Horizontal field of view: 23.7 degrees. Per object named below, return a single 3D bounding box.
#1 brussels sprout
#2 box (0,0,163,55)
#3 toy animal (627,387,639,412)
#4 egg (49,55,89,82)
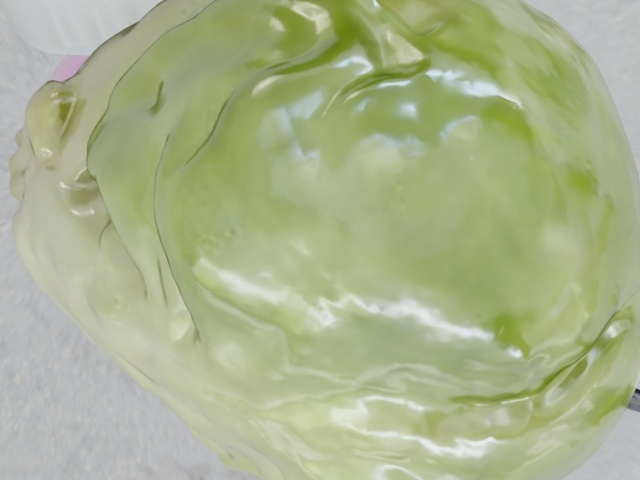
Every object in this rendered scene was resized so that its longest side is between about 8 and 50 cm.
[{"bbox_3d":[0.012,0.005,0.690,0.274,0.316,0.242,28,69,-34],"label":"brussels sprout"},{"bbox_3d":[-0.075,-0.202,0.972,0.337,0.106,0.264,5,49,13],"label":"box"},{"bbox_3d":[0.197,0.133,0.672,0.108,0.220,0.062,16,114,-46],"label":"toy animal"},{"bbox_3d":[-0.138,-0.107,1.411,0.271,0.196,0.196,6,92,21],"label":"egg"}]
